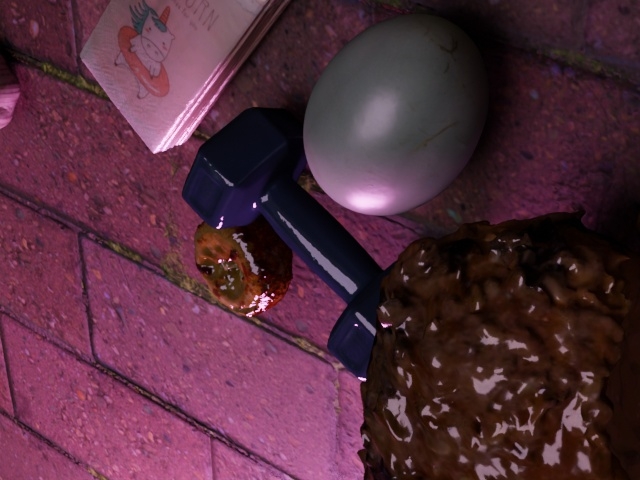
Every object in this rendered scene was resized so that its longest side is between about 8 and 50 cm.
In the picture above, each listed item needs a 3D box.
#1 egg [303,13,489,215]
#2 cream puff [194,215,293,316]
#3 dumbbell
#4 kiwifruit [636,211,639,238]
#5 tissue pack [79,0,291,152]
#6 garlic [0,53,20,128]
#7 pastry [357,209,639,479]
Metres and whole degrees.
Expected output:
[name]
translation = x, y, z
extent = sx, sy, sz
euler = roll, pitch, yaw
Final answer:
[egg]
translation = 0.074, -0.122, 1.298
extent = 0.168, 0.168, 0.231
euler = 47, 136, 13
[cream puff]
translation = -0.090, 0.018, 1.624
extent = 0.149, 0.084, 0.149
euler = 27, 131, 37
[dumbbell]
translation = 0.000, 0.000, 1.473
extent = 0.325, 0.160, 0.144
euler = 46, 171, 13
[kiwifruit]
translation = 0.338, 0.006, 1.187
extent = 0.124, 0.075, 0.075
euler = 42, 138, 12
[tissue pack]
translation = -0.159, -0.252, 1.528
extent = 0.170, 0.071, 0.325
euler = 54, 141, 7
[garlic]
translation = -0.493, -0.219, 1.871
extent = 0.159, 0.102, 0.147
euler = 19, 114, 22
[pastry]
translation = 0.190, 0.167, 1.269
extent = 0.337, 0.292, 0.405
euler = -11, 109, 37
